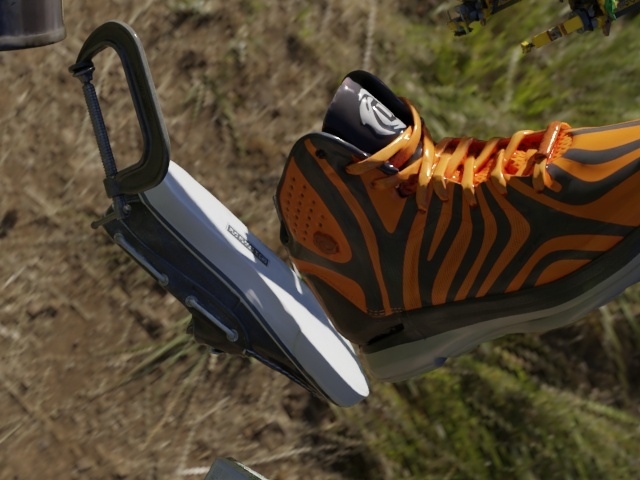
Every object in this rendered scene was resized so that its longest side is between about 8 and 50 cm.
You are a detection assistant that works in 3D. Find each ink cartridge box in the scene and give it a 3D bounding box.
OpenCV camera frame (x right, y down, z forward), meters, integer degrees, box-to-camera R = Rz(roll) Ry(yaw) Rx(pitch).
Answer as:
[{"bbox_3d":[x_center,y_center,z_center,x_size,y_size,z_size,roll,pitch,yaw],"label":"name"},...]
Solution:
[{"bbox_3d":[-0.053,0.251,1.530,0.115,0.063,0.029,29,90,13],"label":"ink cartridge box"}]

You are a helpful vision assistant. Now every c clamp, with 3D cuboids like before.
[{"bbox_3d":[-0.171,-0.094,1.281,0.022,0.137,0.160,-13,92,-39],"label":"c clamp"}]

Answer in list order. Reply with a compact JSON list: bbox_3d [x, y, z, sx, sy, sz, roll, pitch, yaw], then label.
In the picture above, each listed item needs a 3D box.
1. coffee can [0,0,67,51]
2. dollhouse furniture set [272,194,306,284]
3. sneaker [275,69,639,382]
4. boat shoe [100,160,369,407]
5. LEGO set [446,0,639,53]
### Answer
[{"bbox_3d":[-0.399,-0.366,1.800,0.201,0.201,0.275,-10,109,-31],"label":"coffee can"},{"bbox_3d":[0.000,0.000,1.662,0.076,0.058,0.151,-19,80,7],"label":"dollhouse furniture set"},{"bbox_3d":[0.087,-0.036,0.945,0.180,0.321,0.124,50,39,-12],"label":"sneaker"},{"bbox_3d":[-0.083,0.060,1.491,0.301,0.102,0.108,45,16,-10],"label":"boat shoe"},{"bbox_3d":[0.160,-0.303,1.600,0.192,0.331,0.255,-28,118,-18],"label":"LEGO set"}]
